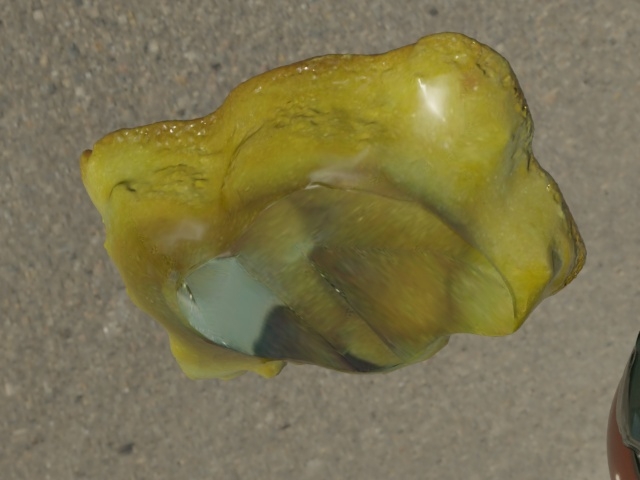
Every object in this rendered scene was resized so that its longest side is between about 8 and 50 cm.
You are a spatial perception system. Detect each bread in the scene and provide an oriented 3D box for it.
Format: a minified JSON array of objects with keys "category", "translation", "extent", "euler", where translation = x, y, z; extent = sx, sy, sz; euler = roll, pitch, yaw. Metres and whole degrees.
[{"category":"bread","translation":[0.000,0.000,0.543],"extent":[0.233,0.088,0.160],"euler":[-19,127,22]}]

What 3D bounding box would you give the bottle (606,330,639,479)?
[{"category":"bottle","translation":[0.205,0.102,0.515],"extent":[0.144,0.144,0.336],"euler":[-28,154,5]}]
